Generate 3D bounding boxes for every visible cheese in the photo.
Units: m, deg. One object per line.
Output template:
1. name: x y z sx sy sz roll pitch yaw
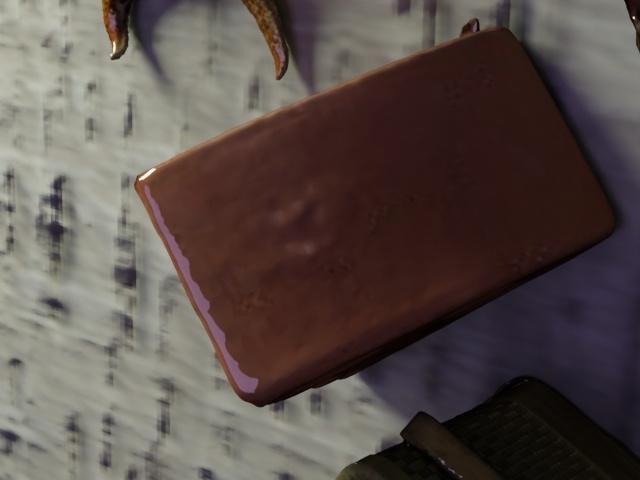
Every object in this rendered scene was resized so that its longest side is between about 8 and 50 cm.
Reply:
1. cheese: -0.003 -0.002 0.701 0.203 0.177 0.128 -31 81 41

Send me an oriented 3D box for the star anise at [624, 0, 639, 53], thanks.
1. star anise: 0.195 -0.028 0.603 0.157 0.053 0.212 5 109 48

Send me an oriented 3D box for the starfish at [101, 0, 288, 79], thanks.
1. starfish: -0.087 -0.190 0.804 0.238 0.057 0.213 54 137 17

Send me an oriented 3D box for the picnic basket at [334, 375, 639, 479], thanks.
1. picnic basket: 0.070 0.215 0.723 0.165 0.139 0.267 39 124 26
